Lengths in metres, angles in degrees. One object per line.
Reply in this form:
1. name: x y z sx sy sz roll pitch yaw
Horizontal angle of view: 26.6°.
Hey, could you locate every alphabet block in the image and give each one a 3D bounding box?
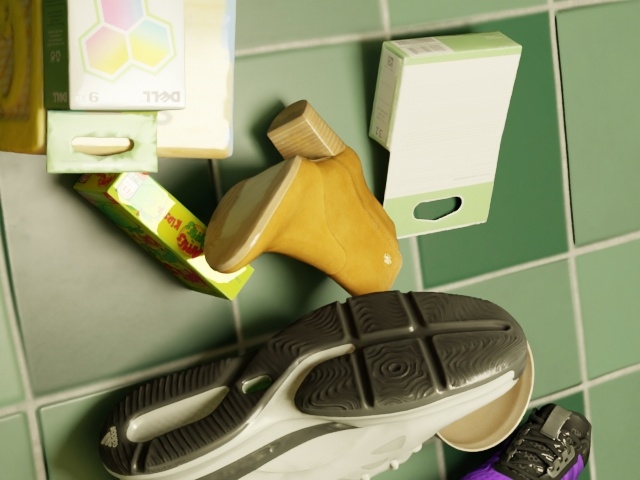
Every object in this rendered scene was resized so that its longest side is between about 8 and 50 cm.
1. alphabet block: -0.210 -0.175 1.294 0.197 0.193 0.192 -2 94 -32

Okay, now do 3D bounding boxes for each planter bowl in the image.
1. planter bowl: 0.157 0.158 1.605 0.162 0.109 0.162 -4 98 -32

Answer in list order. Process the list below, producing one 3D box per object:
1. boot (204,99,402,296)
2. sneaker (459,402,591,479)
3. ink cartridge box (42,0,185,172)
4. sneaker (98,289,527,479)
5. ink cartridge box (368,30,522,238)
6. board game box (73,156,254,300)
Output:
1. boot: -0.001 0.000 1.434 0.211 0.104 0.295 53 34 -22
2. sneaker: 0.248 0.262 1.606 0.293 0.102 0.146 -12 132 -63
3. ink cartridge box: -0.177 -0.161 1.165 0.109 0.062 0.209 -3 97 -32
4. sneaker: 0.015 0.221 1.443 0.447 0.169 0.257 -17 129 2
5. ink cartridge box: 0.139 -0.124 1.601 0.171 0.056 0.235 -10 125 -30
6. board game box: -0.162 -0.012 1.398 0.181 0.092 0.043 44 72 -28
